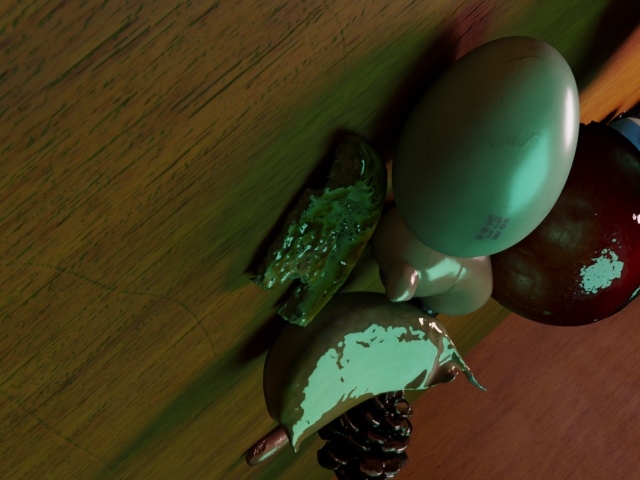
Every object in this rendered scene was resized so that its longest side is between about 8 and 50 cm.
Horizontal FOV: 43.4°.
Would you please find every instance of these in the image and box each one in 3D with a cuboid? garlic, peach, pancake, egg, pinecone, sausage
[{"bbox_3d":[0.070,0.167,1.173,0.338,0.196,0.151,-12,178,-23],"label":"garlic"},{"bbox_3d":[0.406,-0.020,1.330,0.335,0.310,0.406,-43,165,11],"label":"peach"},{"bbox_3d":[0.004,0.003,0.928,0.197,0.054,0.377,-35,159,-21],"label":"pancake"},{"bbox_3d":[0.176,-0.096,0.859,0.182,0.183,0.264,-27,150,-40],"label":"egg"},{"bbox_3d":[0.111,0.466,1.955,0.244,0.244,0.309,-24,139,-45],"label":"pinecone"},{"bbox_3d":[-0.080,0.410,1.688,0.186,0.043,0.043,-33,159,-31],"label":"sausage"}]

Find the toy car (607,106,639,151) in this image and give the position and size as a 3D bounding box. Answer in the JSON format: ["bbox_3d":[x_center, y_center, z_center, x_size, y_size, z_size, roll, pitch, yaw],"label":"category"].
[{"bbox_3d":[0.640,-0.149,1.726,0.190,0.189,0.255,-31,164,-7],"label":"toy car"}]

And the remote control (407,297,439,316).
[{"bbox_3d":[0.121,0.214,1.636,0.399,0.062,0.144,-44,161,8],"label":"remote control"}]

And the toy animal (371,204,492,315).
[{"bbox_3d":[0.162,0.027,1.130,0.154,0.167,0.250,-3,164,30],"label":"toy animal"}]
